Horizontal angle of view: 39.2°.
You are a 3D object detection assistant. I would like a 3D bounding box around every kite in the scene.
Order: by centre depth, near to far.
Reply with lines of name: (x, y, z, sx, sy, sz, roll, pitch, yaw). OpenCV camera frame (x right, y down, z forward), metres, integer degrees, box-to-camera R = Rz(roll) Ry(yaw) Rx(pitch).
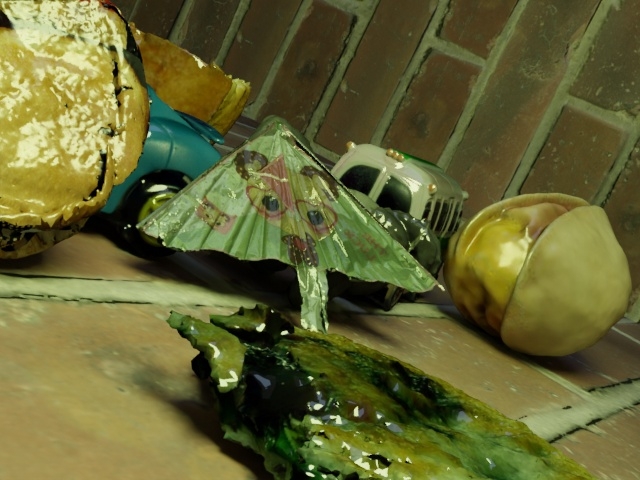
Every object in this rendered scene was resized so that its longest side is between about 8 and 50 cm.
kite: (-0.023, -0.011, 0.832, 0.323, 0.013, 0.268, 10, 50, -31)

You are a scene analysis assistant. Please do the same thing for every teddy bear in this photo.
teddy bear: (-0.017, -0.003, 0.949, 0.251, 0.144, 0.171, 43, 47, 11)

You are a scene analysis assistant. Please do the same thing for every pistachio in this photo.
pistachio: (0.302, 0.044, 1.224, 0.309, 0.230, 0.230, 13, 15, -48)

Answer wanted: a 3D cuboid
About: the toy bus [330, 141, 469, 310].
toy bus: (0.091, -0.026, 1.171, 0.143, 0.179, 0.305, 28, 9, 17)

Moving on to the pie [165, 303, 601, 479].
pie: (0.065, 0.138, 0.483, 0.296, 0.078, 0.371, 23, 8, -24)

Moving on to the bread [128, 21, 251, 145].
bread: (-0.261, -0.175, 1.064, 0.340, 0.179, 0.194, 25, 6, 13)

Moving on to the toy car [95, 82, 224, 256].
toy car: (-0.235, -0.108, 0.804, 0.314, 0.166, 0.198, 18, 8, -40)

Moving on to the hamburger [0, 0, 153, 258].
hamburger: (-0.230, -0.096, 0.622, 0.231, 0.231, 0.107, 19, -28, -39)
